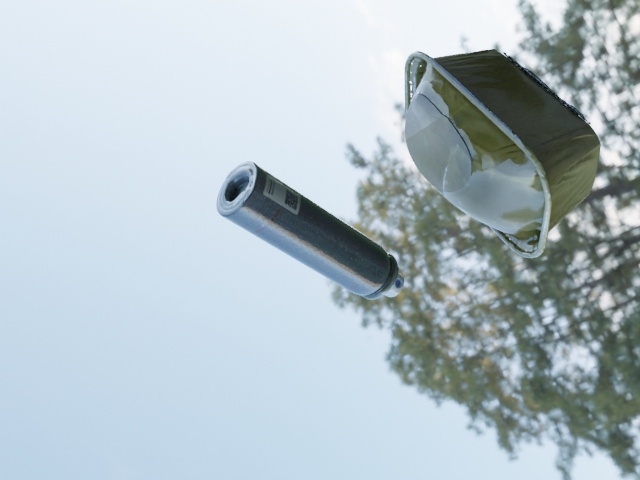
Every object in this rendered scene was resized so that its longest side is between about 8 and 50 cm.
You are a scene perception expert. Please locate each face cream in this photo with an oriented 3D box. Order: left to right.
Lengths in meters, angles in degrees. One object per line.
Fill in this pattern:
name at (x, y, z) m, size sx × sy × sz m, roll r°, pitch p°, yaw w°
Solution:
face cream at (0.000, 0.000, 0.987) m, size 0.283 × 0.073 × 0.073 m, roll 32°, pitch -139°, yaw -35°

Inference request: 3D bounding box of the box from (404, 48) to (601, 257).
box at (0.123, -0.070, 0.594) m, size 0.111 × 0.111 × 0.177 m, roll 24°, pitch -156°, yaw -48°
